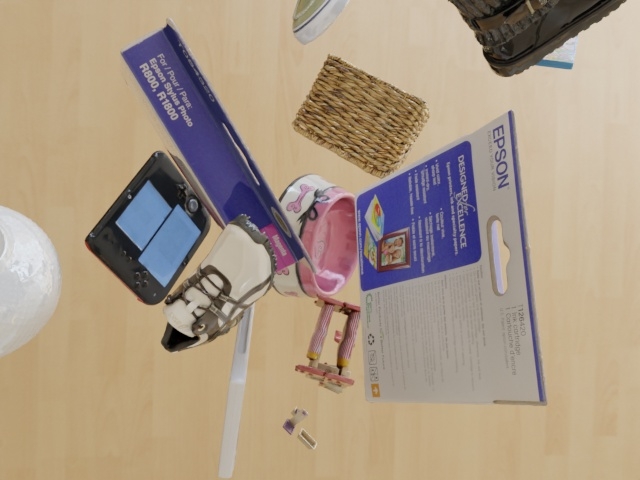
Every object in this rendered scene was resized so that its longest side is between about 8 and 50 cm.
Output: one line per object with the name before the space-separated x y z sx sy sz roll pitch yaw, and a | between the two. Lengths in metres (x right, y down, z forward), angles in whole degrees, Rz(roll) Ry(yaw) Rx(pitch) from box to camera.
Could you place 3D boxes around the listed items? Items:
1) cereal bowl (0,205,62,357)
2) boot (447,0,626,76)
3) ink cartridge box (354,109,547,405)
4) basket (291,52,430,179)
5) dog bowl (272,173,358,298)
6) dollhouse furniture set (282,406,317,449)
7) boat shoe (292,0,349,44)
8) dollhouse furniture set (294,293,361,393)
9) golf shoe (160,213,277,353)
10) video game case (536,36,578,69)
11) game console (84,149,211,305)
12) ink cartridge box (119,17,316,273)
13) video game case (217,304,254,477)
cereal bowl | -0.655 0.052 1.049 0.339 0.141 0.339 13 48 -15
boot | 0.370 -0.446 0.912 0.348 0.260 0.131 -41 50 11
ink cartridge box | 0.153 0.044 0.702 0.072 0.307 0.304 7 74 -31
basket | 0.109 -0.311 1.513 0.299 0.213 0.223 29 98 9
dog bowl | 0.000 0.000 1.826 0.150 0.408 0.408 14 89 29
dollhouse furniture set | -0.033 0.540 1.683 0.114 0.091 0.081 46 113 0
boat shoe | 0.013 -0.488 1.030 0.094 0.109 0.302 36 68 -31
dollhouse furniture set | 0.024 0.299 1.598 0.152 0.374 0.201 16 72 1
golf shoe | -0.112 0.058 0.602 0.077 0.198 0.094 42 43 13
video game case | 0.434 -0.375 1.119 0.119 0.166 0.015 13 129 19
game console | -0.507 -0.030 1.768 0.060 0.342 0.386 9 55 29
ink cartridge box | -0.153 -0.108 0.766 0.071 0.330 0.324 -32 109 -9
video game case | -0.116 0.195 0.807 0.023 0.183 0.201 8 125 -6
